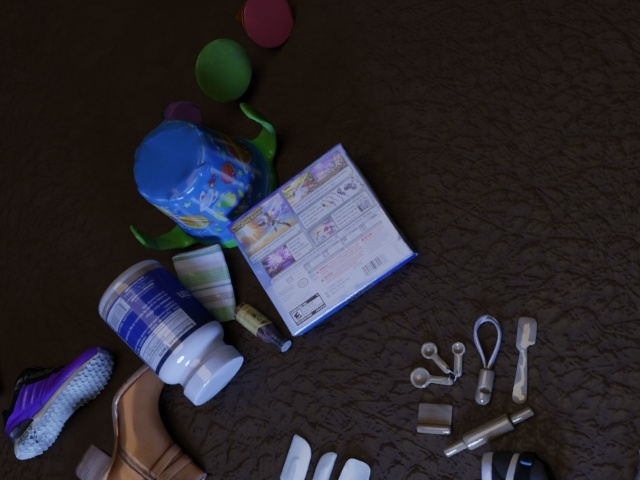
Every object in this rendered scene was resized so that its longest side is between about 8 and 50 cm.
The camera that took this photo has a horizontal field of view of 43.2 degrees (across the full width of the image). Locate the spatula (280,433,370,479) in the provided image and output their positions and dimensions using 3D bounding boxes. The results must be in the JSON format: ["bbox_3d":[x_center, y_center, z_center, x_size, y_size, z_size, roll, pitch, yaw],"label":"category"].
[{"bbox_3d":[-0.015,0.483,1.409,0.168,0.019,0.242,15,83,27],"label":"spatula"}]

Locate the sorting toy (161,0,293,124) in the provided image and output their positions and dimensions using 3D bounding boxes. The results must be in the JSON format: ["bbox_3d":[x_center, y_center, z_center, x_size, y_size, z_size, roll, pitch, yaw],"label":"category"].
[{"bbox_3d":[-0.211,-0.372,1.670,0.366,0.127,0.126,-53,37,-12],"label":"sorting toy"}]

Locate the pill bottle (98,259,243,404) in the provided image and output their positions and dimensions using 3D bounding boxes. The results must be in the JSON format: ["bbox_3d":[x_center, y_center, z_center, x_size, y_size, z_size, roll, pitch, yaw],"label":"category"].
[{"bbox_3d":[-0.279,0.174,1.523,0.264,0.153,0.153,43,97,13],"label":"pill bottle"}]

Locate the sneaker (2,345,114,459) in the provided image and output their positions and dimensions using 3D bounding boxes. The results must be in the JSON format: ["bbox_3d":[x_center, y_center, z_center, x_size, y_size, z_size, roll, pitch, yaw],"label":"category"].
[{"bbox_3d":[-0.559,0.301,1.667,0.293,0.102,0.146,-47,62,7],"label":"sneaker"}]

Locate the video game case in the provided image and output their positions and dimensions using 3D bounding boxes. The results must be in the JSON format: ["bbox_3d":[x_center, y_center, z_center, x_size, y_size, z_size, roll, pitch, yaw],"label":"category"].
[{"bbox_3d":[0.000,0.000,1.481,0.269,0.061,0.244,-35,78,12],"label":"video game case"}]

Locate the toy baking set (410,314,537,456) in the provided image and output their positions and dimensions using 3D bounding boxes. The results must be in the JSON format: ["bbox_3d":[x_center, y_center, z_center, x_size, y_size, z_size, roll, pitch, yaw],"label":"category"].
[{"bbox_3d":[0.260,0.234,1.339,0.256,0.030,0.197,-27,66,17],"label":"toy baking set"}]

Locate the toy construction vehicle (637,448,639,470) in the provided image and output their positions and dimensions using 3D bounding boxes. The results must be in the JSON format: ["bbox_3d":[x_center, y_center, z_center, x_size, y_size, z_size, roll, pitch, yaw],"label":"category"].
[{"bbox_3d":[0.513,0.341,1.193,0.085,0.035,0.098,5,83,15],"label":"toy construction vehicle"}]

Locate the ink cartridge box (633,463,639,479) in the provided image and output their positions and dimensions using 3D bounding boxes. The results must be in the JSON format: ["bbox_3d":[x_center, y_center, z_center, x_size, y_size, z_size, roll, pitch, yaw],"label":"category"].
[{"bbox_3d":[0.511,0.421,1.133,0.175,0.069,0.371,23,90,15],"label":"ink cartridge box"}]

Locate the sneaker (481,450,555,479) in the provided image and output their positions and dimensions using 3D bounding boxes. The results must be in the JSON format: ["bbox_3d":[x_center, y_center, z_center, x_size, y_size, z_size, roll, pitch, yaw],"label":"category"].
[{"bbox_3d":[0.314,0.432,1.232,0.121,0.079,0.217,-9,71,24],"label":"sneaker"}]

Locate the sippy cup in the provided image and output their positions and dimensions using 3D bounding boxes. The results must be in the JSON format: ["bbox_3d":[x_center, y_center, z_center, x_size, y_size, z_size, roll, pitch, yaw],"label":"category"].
[{"bbox_3d":[-0.234,-0.121,1.559,0.240,0.224,0.306,8,80,27],"label":"sippy cup"}]

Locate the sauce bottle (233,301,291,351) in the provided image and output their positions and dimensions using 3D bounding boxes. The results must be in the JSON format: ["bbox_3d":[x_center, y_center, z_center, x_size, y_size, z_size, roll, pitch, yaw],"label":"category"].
[{"bbox_3d":[-0.109,0.165,1.527,0.128,0.042,0.042,33,92,26],"label":"sauce bottle"}]

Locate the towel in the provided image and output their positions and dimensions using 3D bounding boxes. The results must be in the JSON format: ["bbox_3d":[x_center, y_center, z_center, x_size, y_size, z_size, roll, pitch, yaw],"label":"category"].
[{"bbox_3d":[-0.226,0.091,1.583,0.113,0.023,0.152,-14,92,23],"label":"towel"}]

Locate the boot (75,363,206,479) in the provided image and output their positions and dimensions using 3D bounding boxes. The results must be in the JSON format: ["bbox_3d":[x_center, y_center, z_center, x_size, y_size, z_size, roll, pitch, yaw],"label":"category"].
[{"bbox_3d":[-0.308,0.384,1.530,0.220,0.109,0.283,25,72,19],"label":"boot"}]
